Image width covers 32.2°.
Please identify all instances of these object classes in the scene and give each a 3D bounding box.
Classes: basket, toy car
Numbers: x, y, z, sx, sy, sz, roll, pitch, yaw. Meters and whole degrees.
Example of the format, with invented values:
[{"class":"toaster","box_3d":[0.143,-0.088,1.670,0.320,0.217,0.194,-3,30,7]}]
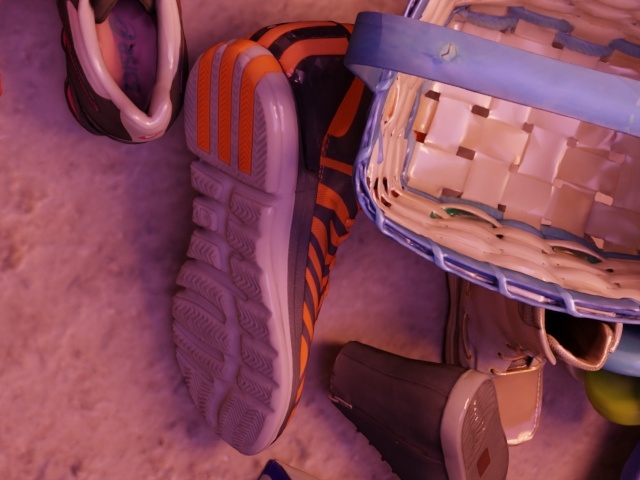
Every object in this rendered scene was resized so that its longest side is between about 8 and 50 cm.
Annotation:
[{"class":"basket","box_3d":[0.147,-0.060,0.604,0.255,0.289,0.201,18,90,5]},{"class":"toy car","box_3d":[0.269,0.057,0.866,0.182,0.159,0.136,-46,126,-5]}]

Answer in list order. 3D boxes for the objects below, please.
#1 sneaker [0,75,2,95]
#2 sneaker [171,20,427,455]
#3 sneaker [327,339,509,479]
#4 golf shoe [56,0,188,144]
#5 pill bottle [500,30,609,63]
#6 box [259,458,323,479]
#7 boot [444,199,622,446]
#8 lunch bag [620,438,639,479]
[{"class":"sneaker","box_3d":[-0.206,-0.154,0.649,0.270,0.090,0.145,-18,114,19]},{"class":"sneaker","box_3d":[0.000,0.000,0.784,0.180,0.124,0.321,-21,132,-39]},{"class":"sneaker","box_3d":[0.080,0.162,0.883,0.083,0.118,0.222,-48,145,-34]},{"class":"golf shoe","box_3d":[-0.130,-0.195,0.697,0.105,0.120,0.272,-16,105,-15]},{"class":"pill bottle","box_3d":[0.317,-0.167,0.811,0.361,0.204,0.204,19,95,-16]},{"class":"box","box_3d":[-0.010,0.263,0.866,0.126,0.072,0.137,29,91,-23]},{"class":"boot","box_3d":[0.160,0.078,0.836,0.077,0.165,0.213,-12,105,-17]},{"class":"lunch bag","box_3d":[0.429,0.277,0.936,0.385,0.239,0.328,30,83,-7]}]
